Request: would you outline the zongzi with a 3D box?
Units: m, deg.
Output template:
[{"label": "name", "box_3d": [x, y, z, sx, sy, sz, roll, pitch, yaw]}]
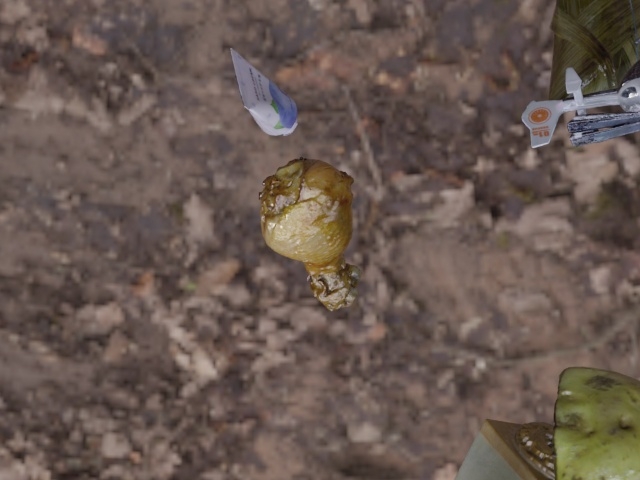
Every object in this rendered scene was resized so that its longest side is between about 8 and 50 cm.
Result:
[{"label": "zongzi", "box_3d": [0.321, -0.276, 1.824, 0.242, 0.221, 0.112, -20, 179, -40]}]

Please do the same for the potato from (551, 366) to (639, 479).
[{"label": "potato", "box_3d": [0.262, 0.213, 1.044, 0.111, 0.160, 0.271, -14, 119, 26]}]

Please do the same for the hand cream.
[{"label": "hand cream", "box_3d": [-0.067, -0.168, 1.737, 0.053, 0.084, 0.142, -22, 153, 13]}]

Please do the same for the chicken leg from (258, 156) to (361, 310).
[{"label": "chicken leg", "box_3d": [-0.001, 0.003, 1.592, 0.107, 0.087, 0.251, -5, 146, 12]}]

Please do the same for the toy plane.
[{"label": "toy plane", "box_3d": [0.251, -0.116, 1.103, 0.197, 0.078, 0.053, -10, 137, 12]}]

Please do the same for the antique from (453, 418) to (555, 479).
[{"label": "antique", "box_3d": [0.242, 0.281, 1.541, 0.147, 0.152, 0.148, 13, 111, -30]}]
